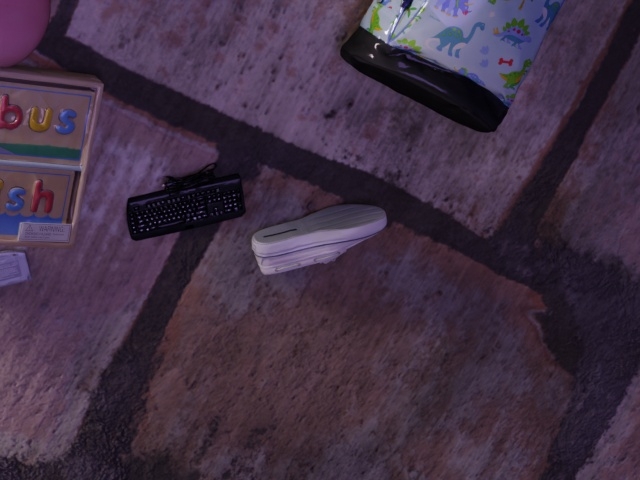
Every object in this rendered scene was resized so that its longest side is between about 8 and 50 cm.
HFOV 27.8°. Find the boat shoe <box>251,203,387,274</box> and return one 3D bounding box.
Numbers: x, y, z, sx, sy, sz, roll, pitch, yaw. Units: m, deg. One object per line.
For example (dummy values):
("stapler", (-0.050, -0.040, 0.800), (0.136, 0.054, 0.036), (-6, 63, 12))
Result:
("boat shoe", (0.000, 0.000, 2.130), (0.226, 0.083, 0.076), (-11, 124, -2))

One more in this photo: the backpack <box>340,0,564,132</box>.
("backpack", (0.242, -0.381, 1.991), (0.290, 0.273, 0.356), (27, 87, -18))

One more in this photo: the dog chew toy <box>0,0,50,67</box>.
("dog chew toy", (-0.465, -0.406, 1.754), (0.206, 0.206, 0.332), (3, 97, -19))

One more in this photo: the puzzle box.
("puzzle box", (-0.532, -0.129, 1.873), (0.408, 0.052, 0.272), (3, 110, -30))

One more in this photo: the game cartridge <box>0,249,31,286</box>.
("game cartridge", (-0.496, 0.044, 2.011), (0.083, 0.017, 0.056), (-13, 116, -13))

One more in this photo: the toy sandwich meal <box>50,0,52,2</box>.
("toy sandwich meal", (-0.425, -0.370, 1.881), (0.085, 0.029, 0.086), (-4, 103, -20))

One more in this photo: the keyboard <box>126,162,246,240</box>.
("keyboard", (-0.214, -0.059, 2.053), (0.192, 0.038, 0.100), (-15, 112, -13))
